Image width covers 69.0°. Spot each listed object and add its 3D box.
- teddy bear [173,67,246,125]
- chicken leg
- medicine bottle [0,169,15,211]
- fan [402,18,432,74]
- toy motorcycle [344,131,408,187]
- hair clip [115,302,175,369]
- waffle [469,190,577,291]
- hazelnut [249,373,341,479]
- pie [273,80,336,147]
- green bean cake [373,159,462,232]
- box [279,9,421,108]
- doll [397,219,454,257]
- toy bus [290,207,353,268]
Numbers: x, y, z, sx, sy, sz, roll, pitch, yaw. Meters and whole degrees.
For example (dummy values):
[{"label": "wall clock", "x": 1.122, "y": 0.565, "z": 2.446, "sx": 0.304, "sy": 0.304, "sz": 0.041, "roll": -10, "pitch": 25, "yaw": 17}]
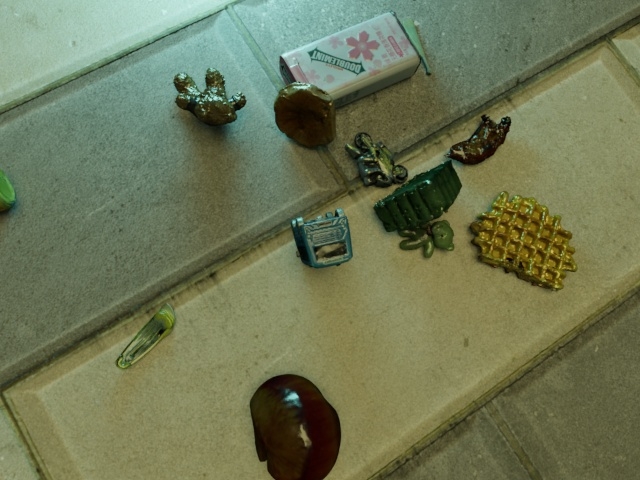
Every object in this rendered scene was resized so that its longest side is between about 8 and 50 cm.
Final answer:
[{"label": "teddy bear", "x": -0.291, "y": -0.367, "z": 1.248, "sx": 0.182, "sy": 0.129, "sz": 0.251, "roll": -18, "pitch": 42, "yaw": -11}, {"label": "chicken leg", "x": 0.462, "y": -0.285, "z": 1.341, "sx": 0.105, "sy": 0.063, "sz": 0.234, "roll": 44, "pitch": 78, "yaw": 9}, {"label": "medicine bottle", "x": -0.895, "y": -0.096, "z": 1.139, "sx": 0.239, "sy": 0.124, "sz": 0.124, "roll": -21, "pitch": 81, "yaw": -9}, {"label": "fan", "x": 0.295, "y": -0.586, "z": 1.412, "sx": 0.038, "sy": 0.016, "sz": 0.193, "roll": -18, "pitch": 80, "yaw": -6}, {"label": "toy motorcycle", "x": 0.149, "y": -0.209, "z": 1.294, "sx": 0.193, "sy": 0.061, "sz": 0.124, "roll": 42, "pitch": 70, "yaw": -5}, {"label": "hair clip", "x": -0.429, "y": 0.243, "z": 1.156, "sx": 0.060, "sy": 0.033, "sz": 0.188, "roll": 42, "pitch": 75, "yaw": 2}, {"label": "waffle", "x": 0.558, "y": 0.009, "z": 1.290, "sx": 0.284, "sy": 0.065, "sz": 0.309, "roll": -22, "pitch": 78, "yaw": -12}, {"label": "hazelnut", "x": -0.052, "y": 0.428, "z": 1.078, "sx": 0.217, "sy": 0.217, "sz": 0.251, "roll": -29, "pitch": 59, "yaw": -11}, {"label": "pie", "x": -0.043, "y": -0.330, "z": 1.241, "sx": 0.195, "sy": 0.195, "sz": 0.046, "roll": 26, "pitch": 54, "yaw": 0}, {"label": "green bean cake", "x": 0.269, "y": -0.119, "z": 1.257, "sx": 0.107, "sy": 0.194, "sz": 0.208, "roll": 56, "pitch": 42, "yaw": -9}, {"label": "box", "x": 0.087, "y": -0.500, "z": 1.328, "sx": 0.370, "sy": 0.112, "sz": 0.190, "roll": -25, "pitch": 82, "yaw": -12}, {"label": "doll", "x": 0.288, "y": -0.011, "z": 1.266, "sx": 0.151, "sy": 0.077, "sz": 0.114, "roll": -8, "pitch": 68, "yaw": 4}, {"label": "toy bus", "x": 0.000, "y": 0.000, "z": 1.146, "sx": 0.114, "sy": 0.246, "sz": 0.134, "roll": -13, "pitch": 91, "yaw": -9}]
